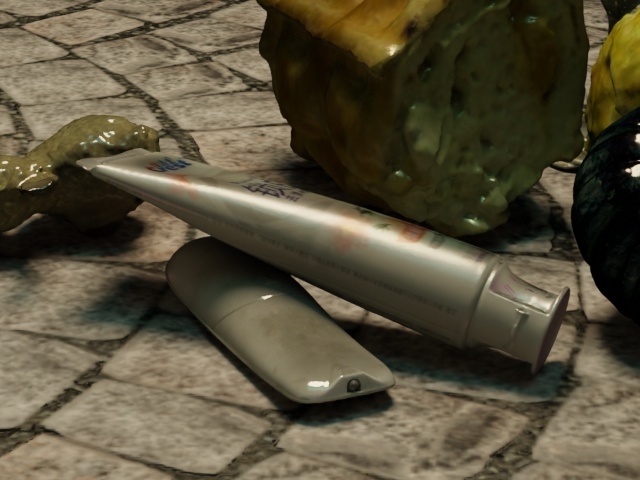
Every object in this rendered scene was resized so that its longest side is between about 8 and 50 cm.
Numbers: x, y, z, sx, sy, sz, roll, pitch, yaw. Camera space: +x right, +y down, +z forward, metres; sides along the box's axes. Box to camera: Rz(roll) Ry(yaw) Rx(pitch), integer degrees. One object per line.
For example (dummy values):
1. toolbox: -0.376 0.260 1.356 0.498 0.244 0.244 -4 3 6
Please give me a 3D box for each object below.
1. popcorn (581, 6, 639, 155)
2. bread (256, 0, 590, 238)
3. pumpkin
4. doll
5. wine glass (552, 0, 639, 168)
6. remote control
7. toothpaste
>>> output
1. popcorn: 0.294 -0.083 1.270 0.212 0.198 0.198 33 32 14
2. bread: 0.073 -0.138 1.312 0.196 0.238 0.252 -9 16 -24
3. pumpkin: 0.261 -0.013 1.111 0.194 0.150 0.194 24 28 -13
4. doll: -0.243 -0.025 1.186 0.203 0.091 0.286 -23 -6 34
5. wine glass: 0.246 -0.177 1.403 0.156 0.232 0.156 0 23 0
6. remote control: -0.032 0.043 1.092 0.073 0.044 0.229 -5 23 -27
7. toothpaste: 0.000 0.000 1.100 0.323 0.066 0.100 21 16 15
